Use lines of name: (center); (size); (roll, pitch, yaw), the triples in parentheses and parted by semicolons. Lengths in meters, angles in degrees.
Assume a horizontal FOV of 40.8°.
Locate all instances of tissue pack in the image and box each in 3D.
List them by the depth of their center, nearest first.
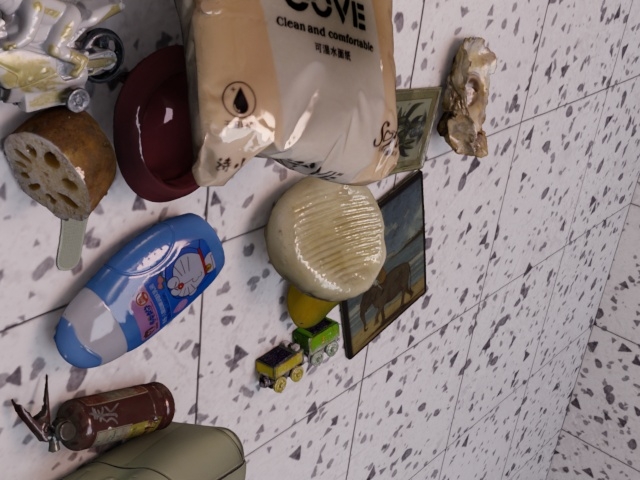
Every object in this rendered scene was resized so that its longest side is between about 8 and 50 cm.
tissue pack: (-0.049, -0.250, 1.075); (0.376, 0.195, 0.390); (1, 81, -54)

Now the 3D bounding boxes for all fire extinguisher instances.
fire extinguisher: (-0.328, 0.240, 1.222); (0.075, 0.106, 0.252); (-32, 162, 33)

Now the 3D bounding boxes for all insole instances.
insole: (-0.314, -0.030, 1.094); (0.053, 0.002, 0.152); (-11, 121, -51)

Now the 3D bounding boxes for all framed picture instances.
framed picture: (0.147, -0.202, 1.610); (0.231, 0.010, 0.173); (-17, 125, -49)
framed picture: (0.128, 0.055, 1.751); (0.265, 0.016, 0.347); (-37, 138, -30)

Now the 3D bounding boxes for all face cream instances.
face cream: (-0.251, 0.072, 1.180); (0.264, 0.083, 0.149); (-42, 139, -29)

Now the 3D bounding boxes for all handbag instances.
handbag: (-0.272, 0.363, 1.230); (0.315, 0.241, 0.109); (-22, 103, -53)

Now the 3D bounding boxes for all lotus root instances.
lotus root: (-0.290, -0.089, 0.985); (0.081, 0.112, 0.122); (-44, 142, -37)

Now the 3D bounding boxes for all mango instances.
mango: (0.010, 0.069, 1.538); (0.191, 0.085, 0.122); (-52, 149, -12)

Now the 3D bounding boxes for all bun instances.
bun: (0.000, 0.000, 1.421); (0.231, 0.133, 0.231); (8, 76, -37)

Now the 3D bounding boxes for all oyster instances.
oyster: (0.282, -0.278, 1.681); (0.161, 0.107, 0.232); (-17, 108, -51)

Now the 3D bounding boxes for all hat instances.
hat: (-0.198, -0.149, 1.095); (0.205, 0.089, 0.205); (-30, 129, -45)

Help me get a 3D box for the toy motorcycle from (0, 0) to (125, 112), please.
toy motorcycle: (-0.307, -0.209, 0.917); (0.229, 0.074, 0.151); (-28, 135, -34)

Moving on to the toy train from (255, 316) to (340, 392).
toy train: (-0.039, 0.207, 1.595); (0.202, 0.060, 0.081); (-29, 127, -41)
